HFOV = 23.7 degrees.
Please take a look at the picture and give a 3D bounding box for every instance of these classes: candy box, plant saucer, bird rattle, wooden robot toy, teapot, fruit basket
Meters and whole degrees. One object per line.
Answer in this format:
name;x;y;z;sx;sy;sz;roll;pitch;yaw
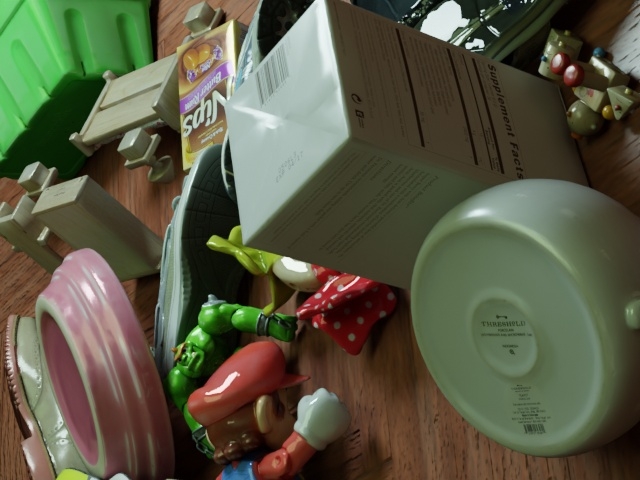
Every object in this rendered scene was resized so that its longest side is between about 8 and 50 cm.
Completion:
candy box;-0.133;-0.187;2.027;0.109;0.053;0.186;-21;65;36
plant saucer;-0.287;0.178;1.964;0.332;0.084;0.332;49;148;45
bird rattle;0.000;0.000;1.712;0.253;0.143;0.207;9;68;55
wooden robot toy;0.244;-0.136;1.441;0.173;0.076;0.079;54;133;52
teapot;0.218;0.050;1.300;0.256;0.187;0.252;42;135;28
fruit basket;-0.440;-0.323;2.433;0.392;0.283;0.392;2;93;48

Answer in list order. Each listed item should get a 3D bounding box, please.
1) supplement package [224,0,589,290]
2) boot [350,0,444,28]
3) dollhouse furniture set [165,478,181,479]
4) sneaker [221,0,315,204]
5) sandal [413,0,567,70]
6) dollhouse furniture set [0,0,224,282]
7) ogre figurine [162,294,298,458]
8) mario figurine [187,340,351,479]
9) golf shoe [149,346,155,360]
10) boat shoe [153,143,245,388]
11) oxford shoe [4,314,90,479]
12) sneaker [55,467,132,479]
supplement package;0.083;-0.076;1.445;0.177;0.293;0.175;-44;43;39
boot;0.122;-0.311;1.676;0.246;0.094;0.207;-66;28;25
dollhouse furniture set;-0.142;0.289;1.809;0.081;0.114;0.091;-35;51;51
sneaker;-0.063;-0.174;1.927;0.122;0.110;0.283;161;123;-74
sandal;0.195;-0.217;1.545;0.303;0.086;0.120;-38;42;22
dollhouse furniture set;-0.265;-0.130;2.211;0.303;0.174;0.355;-14;43;43
ogre figurine;-0.118;0.155;1.830;0.118;0.097;0.197;32;122;14
mario figurine;-0.039;0.268;1.688;0.198;0.170;0.320;-11;74;16
golf shoe;-0.273;0.178;2.110;0.176;0.069;0.086;16;96;59
boat shoe;-0.155;0.035;1.942;0.103;0.118;0.320;2;86;55
oxford shoe;-0.371;0.243;2.181;0.123;0.130;0.348;90;162;-53
sneaker;-0.275;0.361;1.874;0.121;0.111;0.300;-48;18;-27
